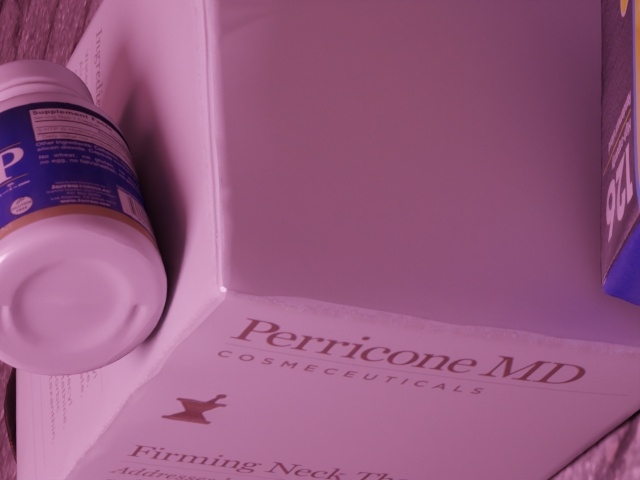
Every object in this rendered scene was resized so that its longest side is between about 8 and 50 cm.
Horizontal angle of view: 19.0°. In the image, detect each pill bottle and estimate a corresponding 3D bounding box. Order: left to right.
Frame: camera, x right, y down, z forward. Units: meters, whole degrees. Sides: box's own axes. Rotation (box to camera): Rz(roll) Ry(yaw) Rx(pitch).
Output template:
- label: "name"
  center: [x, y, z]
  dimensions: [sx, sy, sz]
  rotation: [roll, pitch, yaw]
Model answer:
- label: "pill bottle"
  center: [-0.160, -0.021, 1.120]
  dimensions: [0.186, 0.112, 0.112]
  rotation: [-112, 38, -49]

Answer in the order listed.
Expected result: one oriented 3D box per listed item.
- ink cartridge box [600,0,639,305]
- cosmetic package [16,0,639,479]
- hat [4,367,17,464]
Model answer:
- label: "ink cartridge box"
  center: [0.203, -0.090, 0.998]
  dimensions: [0.303, 0.072, 0.307]
  rotation: [103, 173, -66]
- label: "cosmetic package"
  center: [0.000, 0.000, 1.300]
  dimensions: [0.393, 0.329, 0.327]
  rotation: [130, 142, -52]
- label: "hat"
  center: [-0.101, 0.155, 1.523]
  dimensions: [0.134, 0.331, 0.331]
  rotation: [112, 156, -52]
